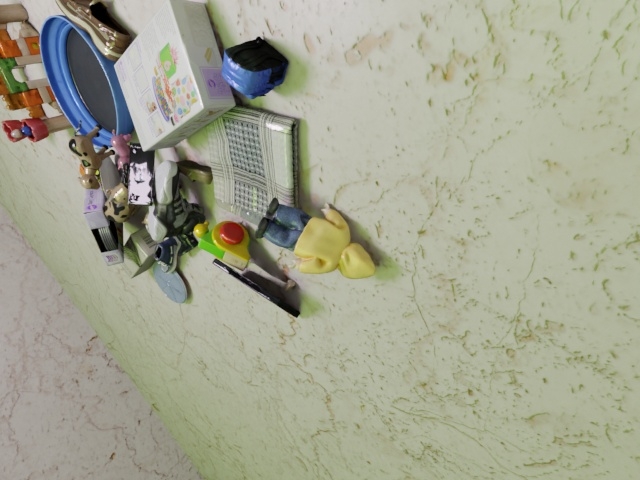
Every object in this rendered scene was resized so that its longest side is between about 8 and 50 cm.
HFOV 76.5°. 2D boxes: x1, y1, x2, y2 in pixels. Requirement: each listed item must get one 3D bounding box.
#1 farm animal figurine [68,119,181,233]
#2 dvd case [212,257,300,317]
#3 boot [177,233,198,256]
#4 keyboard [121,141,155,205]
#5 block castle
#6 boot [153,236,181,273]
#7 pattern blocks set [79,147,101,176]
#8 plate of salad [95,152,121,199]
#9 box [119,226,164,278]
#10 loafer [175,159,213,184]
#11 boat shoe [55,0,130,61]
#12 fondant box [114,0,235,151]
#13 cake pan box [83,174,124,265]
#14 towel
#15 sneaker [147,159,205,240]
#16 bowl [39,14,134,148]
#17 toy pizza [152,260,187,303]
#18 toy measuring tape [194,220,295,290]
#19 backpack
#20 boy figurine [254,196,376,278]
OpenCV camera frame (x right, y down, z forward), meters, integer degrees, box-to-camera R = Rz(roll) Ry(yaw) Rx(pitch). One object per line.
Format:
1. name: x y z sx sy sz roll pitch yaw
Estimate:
1. farm animal figurine: -0.631 -0.164 1.279 0.330 0.172 0.327 29 138 -2
2. dvd case: -0.189 0.144 1.209 0.253 0.022 0.180 29 169 24
3. boot: -0.485 -0.004 1.420 0.121 0.045 0.099 -27 100 40
4. keyboard: -0.524 -0.191 1.168 0.108 0.023 0.180 3 91 11
5. block castle: -1.124 -0.585 1.457 0.303 0.213 0.453 11 123 35
6. boot: -0.577 0.063 1.492 0.069 0.086 0.190 39 127 15
7. pattern blocks set: -0.878 -0.229 1.621 0.285 0.026 0.324 16 126 32
8. plate of salad: -0.750 -0.209 1.434 0.200 0.048 0.199 172 90 -81
9. box: -0.716 0.049 1.617 0.113 0.094 0.275 53 137 -2
10. loafer: -0.372 -0.198 1.185 0.148 0.056 0.050 22 123 29
11. boat shoe: -0.606 -0.611 1.097 0.257 0.095 0.095 46 124 -2
12. fondant box: -0.369 -0.385 0.999 0.330 0.096 0.238 -11 99 45
13. cake pan box: -0.791 -0.075 1.491 0.267 0.070 0.245 -121 22 -47
14. towel: -0.184 -0.177 1.038 0.312 0.056 0.324 22 130 28
15. sneaker: -0.421 -0.118 1.217 0.101 0.153 0.268 51 131 36
16. bowl: -0.729 -0.491 1.280 0.391 0.077 0.391 21 130 28
17. toy pizza: -0.603 0.165 1.644 0.201 0.032 0.201 20 127 29
18. toy measuring tape: -0.212 0.030 1.193 0.330 0.121 0.121 28 137 -7
19. backpack: -0.140 -0.346 0.838 0.098 0.120 0.101 38 136 13
20. boy figurine: 0.000 0.000 0.937 0.285 0.177 0.092 24 162 -2
